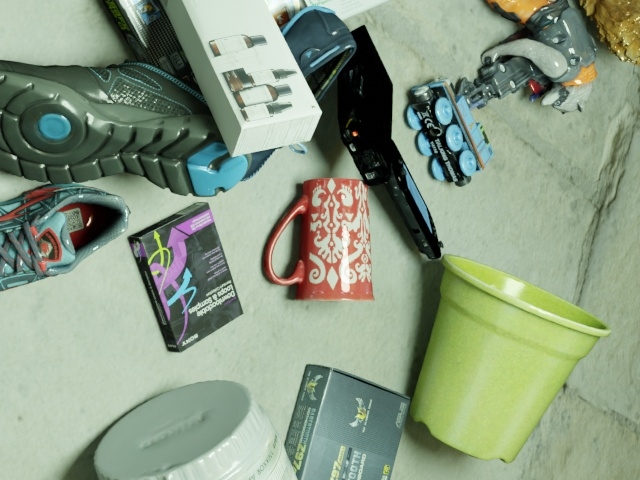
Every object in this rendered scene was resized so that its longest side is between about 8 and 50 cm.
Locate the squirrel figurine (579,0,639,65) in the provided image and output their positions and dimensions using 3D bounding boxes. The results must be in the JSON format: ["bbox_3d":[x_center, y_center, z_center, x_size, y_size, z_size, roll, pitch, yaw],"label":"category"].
[{"bbox_3d":[0.627,-0.499,1.926,0.397,0.281,0.370,-44,132,-18],"label":"squirrel figurine"}]

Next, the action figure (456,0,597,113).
[{"bbox_3d":[0.352,-0.344,1.685,0.341,0.178,0.330,-44,114,-33],"label":"action figure"}]

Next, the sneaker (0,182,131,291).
[{"bbox_3d":[-0.318,-0.003,1.078,0.262,0.125,0.104,-30,112,-39],"label":"sneaker"}]

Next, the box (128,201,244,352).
[{"bbox_3d":[-0.168,0.047,1.293,0.116,0.029,0.162,-31,114,-39],"label":"box"}]

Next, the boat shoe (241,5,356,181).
[{"bbox_3d":[-0.049,-0.168,1.268,0.109,0.089,0.258,-13,143,-49],"label":"boat shoe"}]

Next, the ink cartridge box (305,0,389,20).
[{"bbox_3d":[0.028,-0.491,1.436,0.324,0.071,0.330,-31,109,-39],"label":"ink cartridge box"}]

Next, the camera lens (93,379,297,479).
[{"bbox_3d":[-0.126,0.335,1.212,0.219,0.219,0.274,-36,115,-37],"label":"camera lens"}]

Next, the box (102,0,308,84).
[{"bbox_3d":[-0.153,-0.320,1.226,0.216,0.060,0.270,-35,117,-15],"label":"box"}]

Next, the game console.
[{"bbox_3d":[0.108,-0.124,1.496,0.213,0.044,0.361,-85,153,-43],"label":"game console"}]

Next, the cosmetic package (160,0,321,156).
[{"bbox_3d":[-0.093,-0.213,1.132,0.099,0.060,0.239,-14,65,-26],"label":"cosmetic package"}]

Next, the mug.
[{"bbox_3d":[0.009,0.000,1.408,0.150,0.113,0.169,5,85,-46],"label":"mug"}]

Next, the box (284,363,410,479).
[{"bbox_3d":[0.029,0.314,1.473,0.183,0.059,0.232,27,73,-40],"label":"box"}]

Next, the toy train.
[{"bbox_3d":[0.205,-0.176,1.615,0.105,0.080,0.184,-52,123,-41],"label":"toy train"}]

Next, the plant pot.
[{"bbox_3d":[0.267,0.191,1.567,0.276,0.276,0.254,14,102,-43],"label":"plant pot"}]

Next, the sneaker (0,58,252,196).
[{"bbox_3d":[-0.250,-0.140,1.138,0.341,0.125,0.139,12,41,-23],"label":"sneaker"}]
